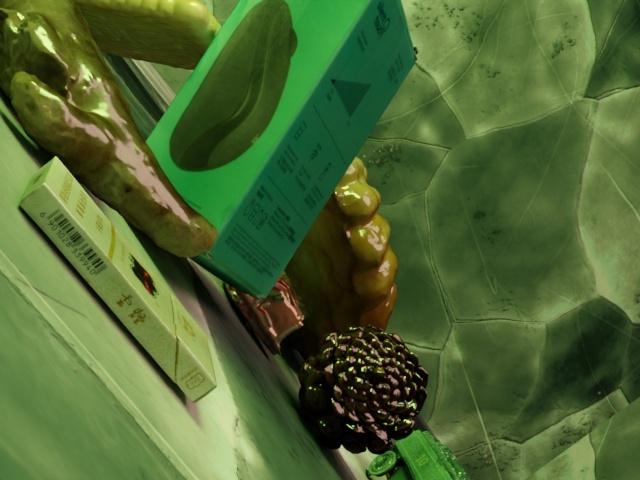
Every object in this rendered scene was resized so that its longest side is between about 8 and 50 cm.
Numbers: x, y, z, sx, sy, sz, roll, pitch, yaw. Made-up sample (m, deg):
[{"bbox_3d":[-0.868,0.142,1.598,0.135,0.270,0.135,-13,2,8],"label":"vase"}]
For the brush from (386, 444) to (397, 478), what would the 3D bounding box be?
[{"bbox_3d":[0.130,0.321,1.313,0.051,0.070,0.323,50,3,-13],"label":"brush"}]

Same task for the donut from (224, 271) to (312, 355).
[{"bbox_3d":[-0.064,0.063,1.188,0.117,0.065,0.166,54,-1,-7],"label":"donut"}]

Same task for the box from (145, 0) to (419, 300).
[{"bbox_3d":[-0.042,-0.114,0.983,0.118,0.311,0.205,31,-6,16],"label":"box"}]

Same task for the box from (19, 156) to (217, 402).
[{"bbox_3d":[-0.128,0.024,0.663,0.167,0.024,0.090,52,1,-18],"label":"box"}]

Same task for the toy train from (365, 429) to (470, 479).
[{"bbox_3d":[0.118,0.282,1.184,0.070,0.099,0.172,54,0,-19],"label":"toy train"}]

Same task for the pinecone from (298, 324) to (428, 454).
[{"bbox_3d":[0.040,0.160,1.076,0.140,0.140,0.121,54,-20,8],"label":"pinecone"}]

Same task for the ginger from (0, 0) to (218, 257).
[{"bbox_3d":[-0.207,-0.127,0.811,0.166,0.080,0.333,19,39,-62],"label":"ginger"}]

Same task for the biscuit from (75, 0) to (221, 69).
[{"bbox_3d":[-0.202,-0.213,0.988,0.250,0.030,0.160,13,-8,16],"label":"biscuit"}]

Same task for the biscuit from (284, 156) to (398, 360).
[{"bbox_3d":[0.000,0.000,1.303,0.326,0.107,0.325,41,-41,49],"label":"biscuit"}]
